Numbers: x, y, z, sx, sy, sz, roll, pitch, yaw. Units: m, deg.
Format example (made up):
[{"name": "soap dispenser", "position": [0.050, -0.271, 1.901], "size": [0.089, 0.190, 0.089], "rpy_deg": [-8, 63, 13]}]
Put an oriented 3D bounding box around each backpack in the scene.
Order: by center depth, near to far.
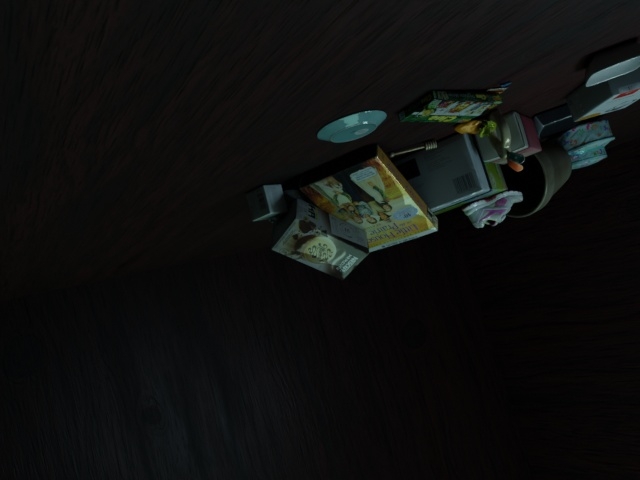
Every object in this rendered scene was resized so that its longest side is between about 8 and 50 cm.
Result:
[{"name": "backpack", "position": [-0.118, -0.116, 1.942], "size": [0.166, 0.144, 0.188], "rpy_deg": [-10, 166, -5]}, {"name": "backpack", "position": [1.103, -0.408, 2.267], "size": [0.225, 0.191, 0.253], "rpy_deg": [-14, 169, -12]}]

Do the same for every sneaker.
[{"name": "sneaker", "position": [0.669, -0.116, 2.054], "size": [0.252, 0.111, 0.103], "rpy_deg": [-19, 178, -11]}]

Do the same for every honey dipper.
[{"name": "honey dipper", "position": [0.311, -0.307, 1.805], "size": [0.161, 0.030, 0.030], "rpy_deg": [-14, 174, 5]}]

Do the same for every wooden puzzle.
[{"name": "wooden puzzle", "position": [0.461, -0.394, 1.447], "size": [0.079, 0.014, 0.116], "rpy_deg": [-15, 174, -9]}]

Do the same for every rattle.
[{"name": "rattle", "position": [0.527, -0.293, 1.658], "size": [0.143, 0.199, 0.130], "rpy_deg": [-14, 174, -18]}]

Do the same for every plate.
[{"name": "plate", "position": [0.083, -0.289, 1.388], "size": [0.188, 0.024, 0.188], "rpy_deg": [-16, 173, -2]}]

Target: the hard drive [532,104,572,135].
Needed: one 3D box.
[{"name": "hard drive", "position": [0.861, -0.434, 1.948], "size": [0.172, 0.054, 0.255], "rpy_deg": [-18, 174, 19]}]

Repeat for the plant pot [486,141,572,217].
[{"name": "plant pot", "position": [0.874, -0.283, 2.207], "size": [0.280, 0.323, 0.323], "rpy_deg": [-19, 176, -29]}]

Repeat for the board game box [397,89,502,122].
[{"name": "board game box", "position": [0.344, -0.350, 1.412], "size": [0.260, 0.030, 0.136], "rpy_deg": [-8, 173, -33]}]

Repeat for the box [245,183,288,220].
[{"name": "box", "position": [-0.182, -0.128, 1.814], "size": [0.102, 0.101, 0.087], "rpy_deg": [-19, 174, 43]}]

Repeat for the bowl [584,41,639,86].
[{"name": "bowl", "position": [0.765, -0.465, 1.401], "size": [0.142, 0.053, 0.142], "rpy_deg": [-17, 173, 18]}]

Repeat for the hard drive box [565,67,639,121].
[{"name": "hard drive box", "position": [0.892, -0.459, 1.624], "size": [0.181, 0.089, 0.232], "rpy_deg": [-16, 174, -1]}]

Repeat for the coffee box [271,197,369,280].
[{"name": "coffee box", "position": [0.000, 0.000, 1.860], "size": [0.297, 0.118, 0.168], "rpy_deg": [24, 127, -21]}]

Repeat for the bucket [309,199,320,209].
[{"name": "bucket", "position": [0.059, -0.083, 2.116], "size": [0.183, 0.281, 0.281], "rpy_deg": [-7, 172, -18]}]

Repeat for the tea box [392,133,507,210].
[{"name": "tea box", "position": [0.469, -0.231, 1.990], "size": [0.329, 0.219, 0.324], "rpy_deg": [-20, 175, 35]}]

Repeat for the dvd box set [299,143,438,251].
[{"name": "dvd box set", "position": [0.172, -0.124, 1.837], "size": [0.308, 0.062, 0.420], "rpy_deg": [-18, 136, 31]}]

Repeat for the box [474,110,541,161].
[{"name": "box", "position": [0.646, -0.347, 1.840], "size": [0.149, 0.126, 0.232], "rpy_deg": [-19, 174, 35]}]
